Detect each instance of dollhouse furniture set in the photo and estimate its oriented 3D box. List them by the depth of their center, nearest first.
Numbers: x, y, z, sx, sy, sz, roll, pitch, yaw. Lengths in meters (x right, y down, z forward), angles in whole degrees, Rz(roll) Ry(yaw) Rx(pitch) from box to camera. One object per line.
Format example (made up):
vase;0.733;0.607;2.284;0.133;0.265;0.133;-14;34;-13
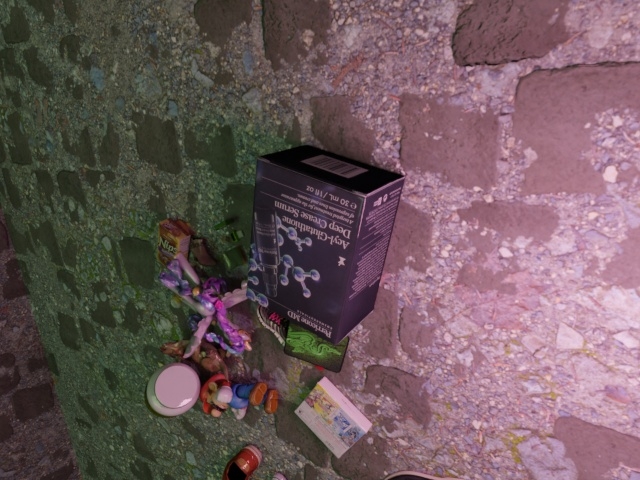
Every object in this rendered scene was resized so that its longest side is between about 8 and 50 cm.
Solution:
dollhouse furniture set;-0.271;0.009;1.407;0.058;0.076;0.152;-21;94;39

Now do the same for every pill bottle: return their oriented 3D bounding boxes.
pill bottle;-0.554;0.560;1.684;0.188;0.188;0.334;54;149;6

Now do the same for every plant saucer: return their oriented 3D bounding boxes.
plant saucer;-0.496;-0.032;1.589;0.083;0.013;0.083;13;114;32

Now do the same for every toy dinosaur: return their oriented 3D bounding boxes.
toy dinosaur;-0.426;0.420;1.646;0.295;0.127;0.200;36;124;14

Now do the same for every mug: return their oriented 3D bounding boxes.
mug;-0.520;0.213;1.667;0.062;0.064;0.078;-4;105;37

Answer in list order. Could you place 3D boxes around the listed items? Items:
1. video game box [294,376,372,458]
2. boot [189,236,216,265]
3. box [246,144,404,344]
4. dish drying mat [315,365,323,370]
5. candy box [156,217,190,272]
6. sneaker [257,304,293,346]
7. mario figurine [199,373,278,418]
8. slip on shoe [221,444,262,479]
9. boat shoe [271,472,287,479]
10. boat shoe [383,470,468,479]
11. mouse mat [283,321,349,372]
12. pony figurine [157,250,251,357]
video game box;0.035;0.558;1.420;0.205;0.048;0.187;43;128;14
boot;-0.402;0.035;1.532;0.118;0.042;0.087;11;111;31
box;0.000;0.000;1.128;0.293;0.212;0.395;22;120;26
dish drying mat;0.001;0.366;1.395;0.032;0.008;0.083;26;120;24
candy box;-0.521;0.025;1.590;0.109;0.053;0.187;37;131;18
sneaker;-0.125;0.257;1.410;0.170;0.063;0.075;49;128;4
mario figurine;-0.309;0.579;1.595;0.320;0.170;0.198;-12;102;36
slip on shoe;-0.334;0.928;1.787;0.123;0.101;0.331;41;127;13
boat shoe;-0.139;0.990;1.688;0.083;0.076;0.226;-15;98;38
boat shoe;0.292;0.744;1.268;0.340;0.113;0.127;-15;99;38
mouse mat;-0.015;0.314;1.354;0.189;0.007;0.153;18;118;11
pony figurine;-0.355;0.207;1.440;0.363;0.303;0.351;44;163;10
